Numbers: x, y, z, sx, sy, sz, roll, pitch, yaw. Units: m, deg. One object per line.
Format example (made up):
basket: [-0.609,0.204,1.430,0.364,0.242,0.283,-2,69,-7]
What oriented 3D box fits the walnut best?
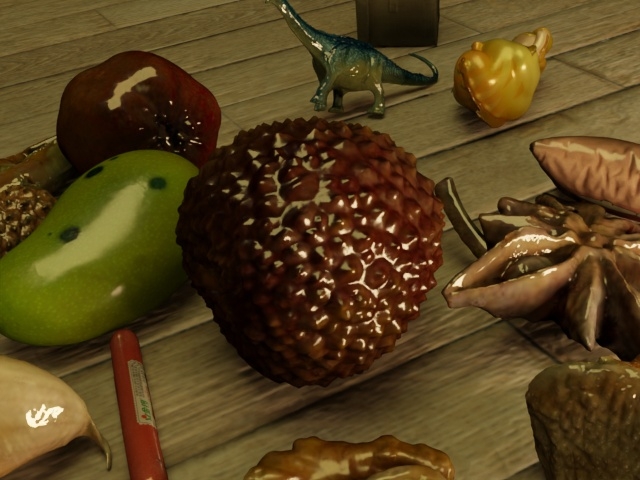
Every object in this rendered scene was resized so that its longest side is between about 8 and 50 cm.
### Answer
walnut: [0.023,0.213,0.674,0.170,0.069,0.143,-2,31,2]

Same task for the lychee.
lychee: [0.000,0.000,0.837,0.267,0.267,0.267,-4,33,2]

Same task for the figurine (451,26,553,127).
figurine: [0.282,-0.256,1.325,0.156,0.131,0.246,-22,14,48]

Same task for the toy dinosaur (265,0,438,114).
toy dinosaur: [0.049,-0.264,1.353,0.363,0.147,0.076,12,-3,-36]

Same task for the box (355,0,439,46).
box: [0.142,-0.486,1.597,0.149,0.231,0.155,1,34,9]

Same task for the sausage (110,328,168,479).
sausage: [-0.173,0.157,0.819,0.034,0.034,0.253,-13,34,-12]

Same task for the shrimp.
shrimp: [-0.399,-0.110,1.250,0.145,0.061,0.267,7,35,35]

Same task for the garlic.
garlic: [-0.321,0.174,0.751,0.245,0.145,0.164,-22,68,-27]

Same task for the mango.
mango: [-0.233,0.008,0.959,0.175,0.143,0.293,33,52,20]

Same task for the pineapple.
pineapple: [-0.390,0.039,0.970,0.125,0.125,0.251,17,44,30]

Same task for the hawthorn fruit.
hawthorn fruit: [-0.257,-0.151,1.187,0.208,0.208,0.248,-27,22,-30]

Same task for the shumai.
shumai: [0.243,0.153,0.716,0.145,0.145,0.116,9,13,21]

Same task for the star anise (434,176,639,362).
star anise: [0.259,0.031,0.891,0.349,0.109,0.292,18,23,14]

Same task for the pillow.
pillow: [0.364,-0.064,0.994,0.236,0.084,0.223,14,2,26]
